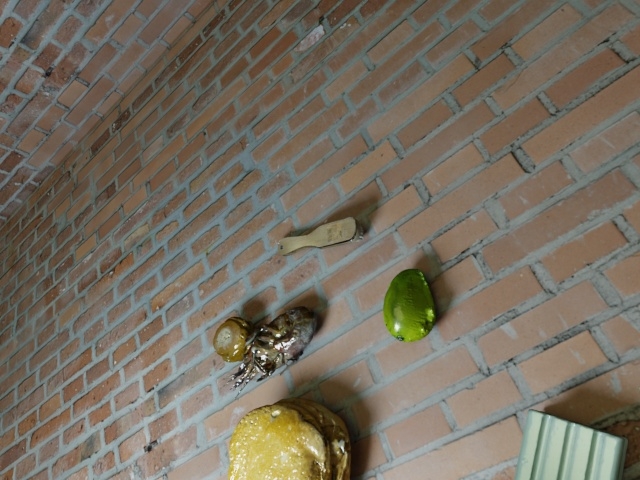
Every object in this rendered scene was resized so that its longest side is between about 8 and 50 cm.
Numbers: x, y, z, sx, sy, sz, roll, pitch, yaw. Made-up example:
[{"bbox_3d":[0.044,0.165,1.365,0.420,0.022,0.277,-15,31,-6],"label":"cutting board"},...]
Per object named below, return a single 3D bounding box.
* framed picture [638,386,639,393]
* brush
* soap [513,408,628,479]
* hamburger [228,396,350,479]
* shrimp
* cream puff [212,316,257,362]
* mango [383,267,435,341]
[{"bbox_3d":[0.604,0.296,0.877,0.066,0.006,0.089,-21,61,31],"label":"framed picture"},{"bbox_3d":[0.000,0.000,1.428,0.327,0.065,0.070,-14,71,44],"label":"brush"},{"bbox_3d":[0.432,0.457,0.893,0.159,0.087,0.266,8,77,39],"label":"soap"},{"bbox_3d":[-0.066,0.525,1.196,0.313,0.170,0.290,-7,72,34],"label":"hamburger"},{"bbox_3d":[-0.138,0.313,1.365,0.343,0.116,0.145,-44,50,8],"label":"shrimp"},{"bbox_3d":[-0.241,0.291,1.464,0.143,0.103,0.127,-18,59,31],"label":"cream puff"},{"bbox_3d":[0.208,0.152,1.180,0.119,0.100,0.179,7,64,2],"label":"mango"}]
